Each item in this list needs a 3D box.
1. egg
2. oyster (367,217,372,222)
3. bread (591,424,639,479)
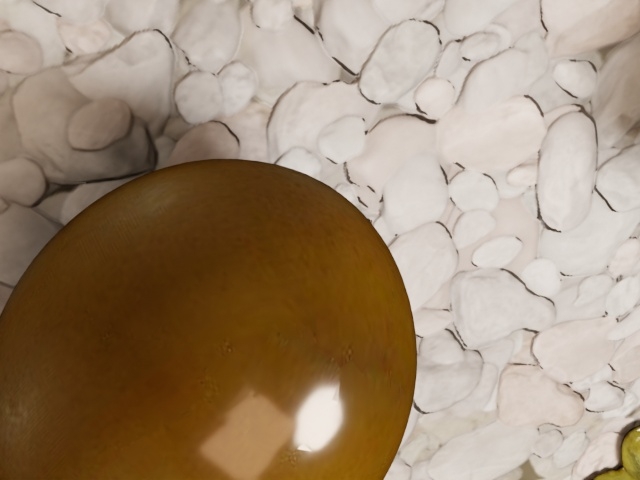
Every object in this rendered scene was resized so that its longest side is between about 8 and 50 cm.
[{"bbox_3d":[-0.089,0.105,0.840,0.282,0.282,0.351,22,124,-32],"label":"egg"},{"bbox_3d":[0.003,-0.002,0.968,0.083,0.019,0.054,-20,127,-5],"label":"oyster"},{"bbox_3d":[0.334,0.273,1.269,0.149,0.065,0.188,-8,128,-10],"label":"bread"}]
